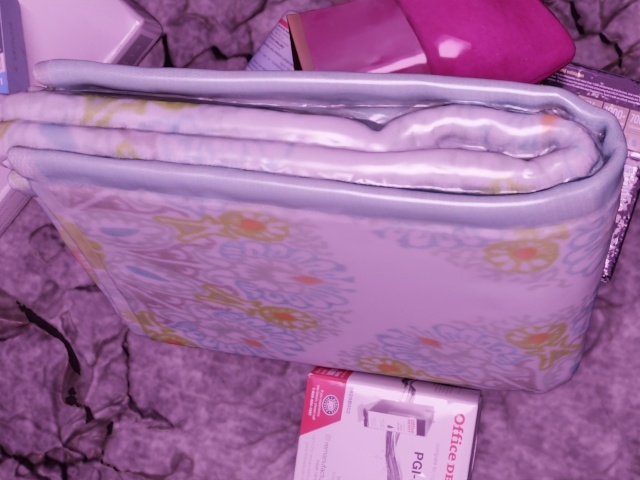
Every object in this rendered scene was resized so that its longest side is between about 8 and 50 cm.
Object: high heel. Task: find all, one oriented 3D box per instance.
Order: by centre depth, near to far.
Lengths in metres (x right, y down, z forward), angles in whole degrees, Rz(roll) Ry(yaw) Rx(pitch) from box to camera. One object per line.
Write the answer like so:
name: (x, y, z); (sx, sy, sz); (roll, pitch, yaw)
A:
high heel: (0.045, -0.247, 0.795); (0.181, 0.127, 0.377); (-12, 69, -3)

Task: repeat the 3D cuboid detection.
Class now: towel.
towel: (0.000, 0.000, 0.740); (0.375, 0.320, 0.090); (7, 66, 11)

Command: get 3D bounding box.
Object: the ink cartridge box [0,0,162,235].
ink cartridge box: (-0.324, -0.149, 0.913); (0.261, 0.066, 0.296); (41, 98, 5)

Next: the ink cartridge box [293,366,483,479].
ink cartridge box: (0.054, 0.159, 0.858); (0.135, 0.056, 0.099); (8, 93, 10)

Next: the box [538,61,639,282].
box: (0.151, -0.065, 0.821); (0.180, 0.077, 0.147); (17, 94, 10)

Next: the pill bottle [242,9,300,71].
pill bottle: (-0.036, -0.092, 0.851); (0.087, 0.087, 0.160); (38, 98, 7)
